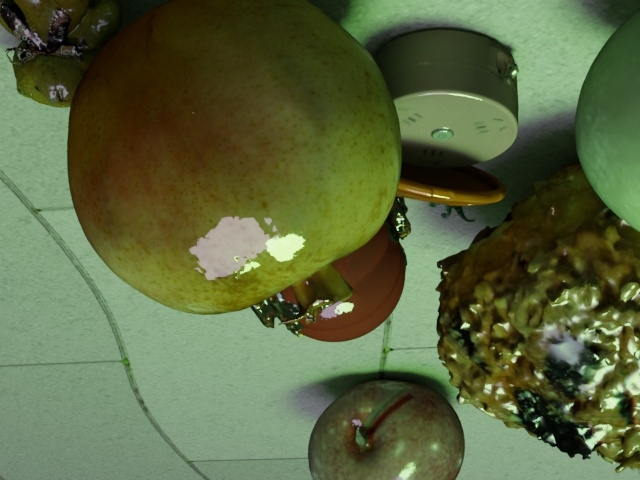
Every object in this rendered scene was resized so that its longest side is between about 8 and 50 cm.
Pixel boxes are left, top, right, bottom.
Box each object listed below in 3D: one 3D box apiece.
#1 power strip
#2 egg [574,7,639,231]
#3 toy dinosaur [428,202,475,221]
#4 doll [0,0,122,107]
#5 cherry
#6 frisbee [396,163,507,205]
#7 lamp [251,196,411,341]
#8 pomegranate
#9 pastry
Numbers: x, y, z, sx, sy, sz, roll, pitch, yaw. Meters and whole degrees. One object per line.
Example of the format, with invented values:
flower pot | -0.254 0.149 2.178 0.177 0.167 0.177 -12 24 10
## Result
power strip | 0.122 -0.136 1.465 0.154 0.078 0.154 3 154 2
egg | 0.390 -0.116 1.274 0.352 0.258 0.258 -20 147 23
toy dinosaur | 0.150 -0.051 1.708 0.083 0.021 0.062 13 140 -17
doll | -0.248 -0.190 1.379 0.137 0.097 0.209 4 150 11
cherry | 0.101 0.320 2.266 0.236 0.213 0.285 2 165 21
frisbee | 0.096 -0.064 1.541 0.192 0.035 0.192 13 -166 -3
lamp | 0.000 0.000 1.620 0.226 0.227 0.227 2 154 1
pomegranate | -0.072 -0.069 1.352 0.319 0.319 0.319 2 154 1
pastry | 0.305 0.091 1.656 0.337 0.292 0.405 -8 138 34
